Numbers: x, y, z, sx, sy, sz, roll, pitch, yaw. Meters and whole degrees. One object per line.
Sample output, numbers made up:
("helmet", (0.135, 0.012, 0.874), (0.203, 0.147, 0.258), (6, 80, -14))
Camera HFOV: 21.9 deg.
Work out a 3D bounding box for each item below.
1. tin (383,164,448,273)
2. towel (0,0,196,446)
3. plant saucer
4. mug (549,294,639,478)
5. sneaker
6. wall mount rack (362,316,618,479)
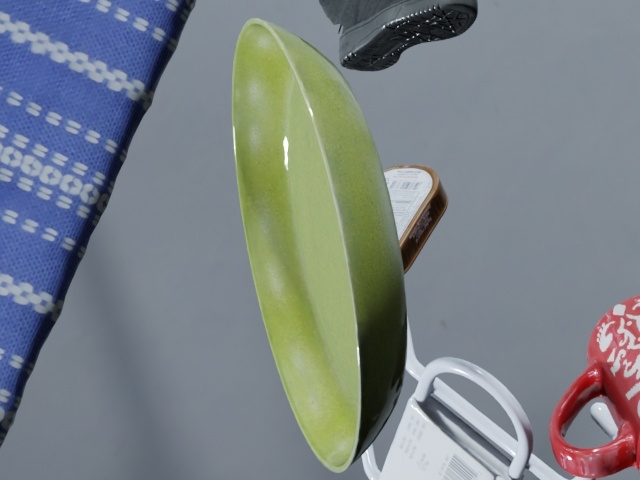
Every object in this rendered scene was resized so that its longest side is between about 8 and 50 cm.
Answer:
("tin", (0.071, -0.017, 1.867), (0.106, 0.189, 0.040), (1, 133, 37))
("towel", (-0.177, -0.051, 0.485), (0.243, 0.040, 0.336), (26, 77, -17))
("plant saucer", (0.000, 0.000, 0.870), (0.037, 0.241, 0.241), (-12, 114, -13))
("mug", (0.238, 0.107, 1.163), (0.150, 0.169, 0.113), (15, 110, -13))
("sneaker", (0.049, -0.171, 1.121), (0.051, 0.170, 0.089), (9, 75, -27))
("wall mount rack", (0.107, 0.151, 1.473), (0.304, 0.130, 0.350), (40, 147, 18))
